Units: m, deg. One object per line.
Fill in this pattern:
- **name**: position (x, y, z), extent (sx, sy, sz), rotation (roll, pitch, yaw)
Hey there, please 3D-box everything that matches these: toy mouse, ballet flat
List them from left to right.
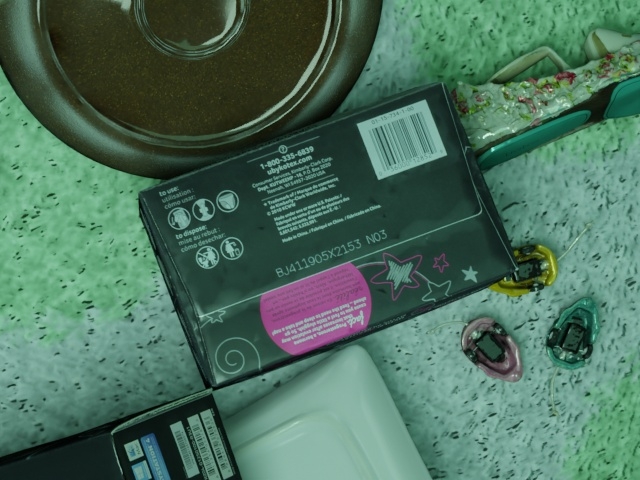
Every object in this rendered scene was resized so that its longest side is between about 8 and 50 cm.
- **toy mouse**: position (0.172, 0.077, 1.476), extent (0.161, 0.031, 0.143), rotation (-21, 97, -7)
- **ballet flat**: position (0.211, -0.130, 1.446), extent (0.241, 0.091, 0.077), rotation (-19, 72, -12)

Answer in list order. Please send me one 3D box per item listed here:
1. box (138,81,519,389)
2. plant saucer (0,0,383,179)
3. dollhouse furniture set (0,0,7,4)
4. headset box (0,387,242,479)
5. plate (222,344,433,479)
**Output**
- **box**: position (0.000, 0.000, 1.377), extent (0.247, 0.142, 0.163), rotation (-21, 85, -8)
- **plant saucer**: position (-0.100, -0.185, 1.361), extent (0.311, 0.050, 0.310), rotation (-4, 112, -9)
- **dollhouse furniture set**: position (-0.339, -0.296, 1.211), extent (0.286, 0.198, 0.303), rotation (-29, 79, -3)
- **headset box**: position (-0.181, 0.269, 1.305), extent (0.283, 0.131, 0.246), rotation (-19, 89, 32)
- **plate**: position (-0.028, 0.260, 1.366), extent (0.278, 0.045, 0.277), rotation (-30, 74, 9)
